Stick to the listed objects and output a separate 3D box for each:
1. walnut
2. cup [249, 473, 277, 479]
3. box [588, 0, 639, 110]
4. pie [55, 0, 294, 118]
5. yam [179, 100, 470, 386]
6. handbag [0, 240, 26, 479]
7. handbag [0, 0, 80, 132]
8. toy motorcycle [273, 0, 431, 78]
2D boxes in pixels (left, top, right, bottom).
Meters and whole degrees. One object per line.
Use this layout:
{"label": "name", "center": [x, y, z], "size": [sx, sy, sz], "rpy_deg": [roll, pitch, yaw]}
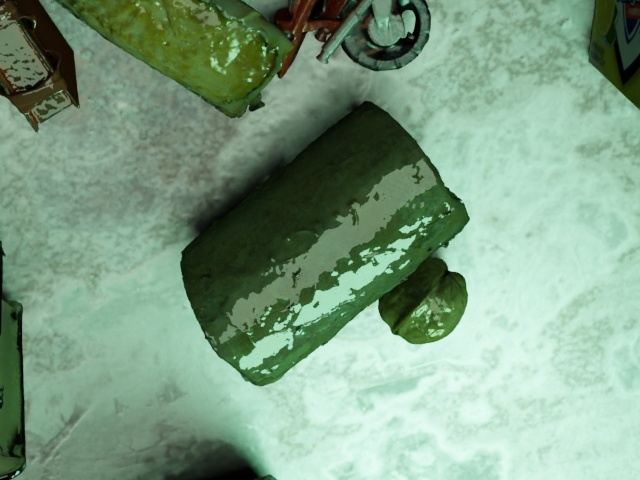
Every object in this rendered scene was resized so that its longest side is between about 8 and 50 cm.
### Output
{"label": "walnut", "center": [0.103, 0.060, 1.826], "size": [0.092, 0.092, 0.092], "rpy_deg": [-3, 111, -9]}
{"label": "cup", "center": [-0.137, 0.388, 1.865], "size": [0.257, 0.227, 0.301], "rpy_deg": [-11, 142, 8]}
{"label": "box", "center": [0.329, -0.205, 1.667], "size": [0.097, 0.265, 0.168], "rpy_deg": [3, 110, -8]}
{"label": "pie", "center": [-0.154, -0.212, 1.666], "size": [0.282, 0.068, 0.128], "rpy_deg": [33, 132, -14]}
{"label": "yam", "center": [0.000, 0.000, 1.745], "size": [0.268, 0.161, 0.161], "rpy_deg": [-40, 111, 7]}
{"label": "handbag", "center": [-0.387, 0.098, 1.606], "size": [0.237, 0.358, 0.160], "rpy_deg": [-11, 113, -5]}
{"label": "handbag", "center": [-0.266, -0.181, 1.613], "size": [0.063, 0.190, 0.127], "rpy_deg": [-31, 112, 4]}
{"label": "toy motorcycle", "center": [0.019, -0.296, 1.674], "size": [0.171, 0.089, 0.298], "rpy_deg": [-6, 112, -6]}
